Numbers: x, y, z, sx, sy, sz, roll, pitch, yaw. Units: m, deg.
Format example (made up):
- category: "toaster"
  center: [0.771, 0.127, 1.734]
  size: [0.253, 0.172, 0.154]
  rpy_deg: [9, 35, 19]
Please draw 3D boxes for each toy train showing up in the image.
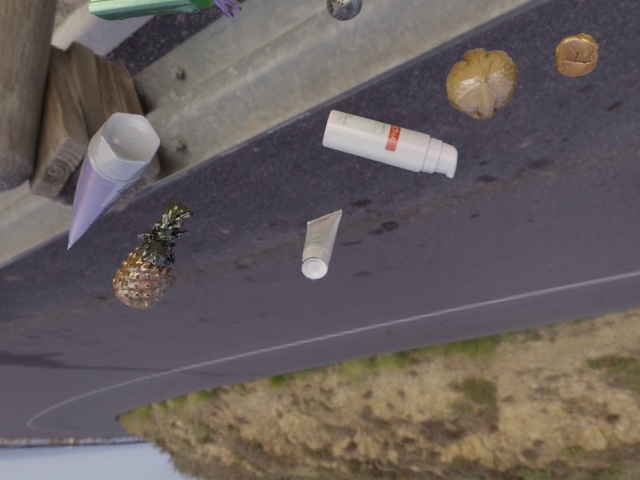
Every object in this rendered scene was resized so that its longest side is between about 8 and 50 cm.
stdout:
- category: "toy train"
  center: [-0.374, -0.582, 1.104]
  size: [0.301, 0.202, 0.120]
  rpy_deg: [4, -161, 21]

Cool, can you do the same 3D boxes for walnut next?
- category: "walnut"
  center: [0.355, -0.344, 1.141]
  size: [0.155, 0.155, 0.184]
  rpy_deg: [-14, -175, 20]

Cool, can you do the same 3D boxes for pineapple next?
- category: "pineapple"
  center: [-0.433, 0.037, 1.387]
  size: [0.141, 0.170, 0.310]
  rpy_deg: [29, 103, -18]

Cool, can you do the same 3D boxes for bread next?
- category: "bread"
  center: [0.490, -0.354, 0.993]
  size: [0.081, 0.046, 0.083]
  rpy_deg: [29, 146, 7]

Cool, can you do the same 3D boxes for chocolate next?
- category: "chocolate"
  center: [0.071, -0.728, 1.565]
  size: [0.110, 0.248, 0.110]
  rpy_deg: [3, 123, 4]

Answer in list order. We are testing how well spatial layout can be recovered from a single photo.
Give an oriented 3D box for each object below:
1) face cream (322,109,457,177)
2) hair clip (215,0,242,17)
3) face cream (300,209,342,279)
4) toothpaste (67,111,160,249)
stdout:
- category: "face cream"
  center: [0.183, -0.245, 1.338]
  size: [0.346, 0.102, 0.102]
  rpy_deg: [14, 158, 1]
- category: "hair clip"
  center: [-0.318, -0.698, 1.343]
  size: [0.278, 0.090, 0.137]
  rpy_deg: [26, 159, -33]
- category: "face cream"
  center: [0.000, 0.000, 1.168]
  size: [0.092, 0.243, 0.058]
  rpy_deg: [-17, 116, 15]
- category: "toothpaste"
  center: [-0.346, -0.087, 0.803]
  size: [0.080, 0.125, 0.371]
  rpy_deg: [17, 156, -32]
